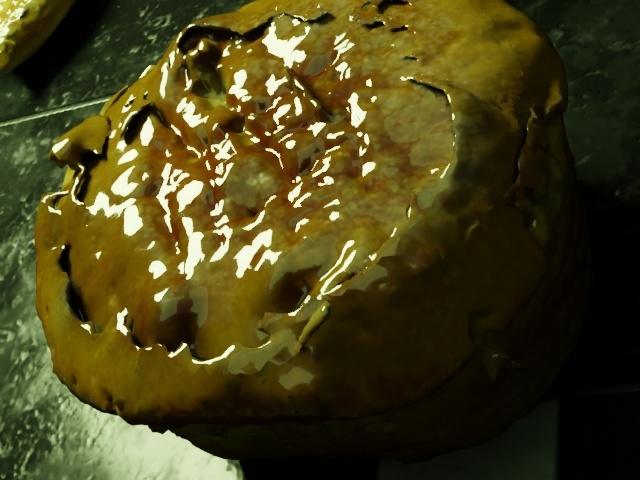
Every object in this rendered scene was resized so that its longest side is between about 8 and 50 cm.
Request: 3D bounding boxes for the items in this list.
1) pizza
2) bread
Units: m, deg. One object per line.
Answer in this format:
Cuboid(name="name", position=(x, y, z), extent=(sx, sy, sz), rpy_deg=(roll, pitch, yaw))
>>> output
Cuboid(name="pizza", position=(-0.291, -0.258, 1.495), extent=(0.197, 0.058, 0.292), rpy_deg=(-13, 48, 25))
Cuboid(name="bread", position=(-0.002, -0.001, 1.008), extent=(0.358, 0.204, 0.336), rpy_deg=(-1, 53, 27))
